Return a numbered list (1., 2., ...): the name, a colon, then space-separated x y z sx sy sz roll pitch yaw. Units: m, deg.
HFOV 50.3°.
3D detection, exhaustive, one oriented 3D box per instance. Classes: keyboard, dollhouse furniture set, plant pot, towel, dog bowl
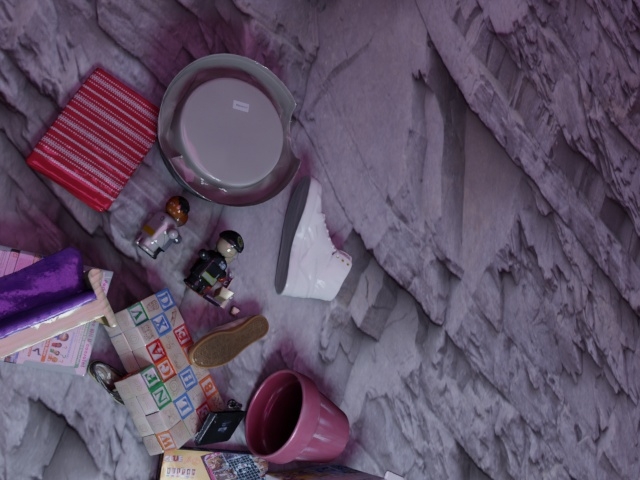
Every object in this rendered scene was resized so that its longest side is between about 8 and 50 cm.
1. keyboard: -0.209 0.388 1.472 0.023 0.180 0.108 32 87 18
2. dollhouse furniture set: -0.195 0.112 1.541 0.091 0.114 0.081 34 68 -14
3. plant pot: -0.040 0.414 1.539 0.180 0.201 0.201 33 72 -32
4. towel: -0.484 -0.221 1.500 0.199 0.031 0.274 34 70 -14
5. dog bowl: -0.212 -0.242 1.563 0.349 0.102 0.348 3 83 -30

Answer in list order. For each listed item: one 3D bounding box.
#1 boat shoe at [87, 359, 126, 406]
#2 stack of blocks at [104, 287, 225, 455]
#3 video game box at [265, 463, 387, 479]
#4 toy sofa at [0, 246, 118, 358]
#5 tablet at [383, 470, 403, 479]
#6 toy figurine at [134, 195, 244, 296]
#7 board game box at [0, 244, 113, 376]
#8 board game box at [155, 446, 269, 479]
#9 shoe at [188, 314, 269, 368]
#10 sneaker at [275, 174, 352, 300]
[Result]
1. boat shoe: -0.429 0.311 1.450 0.152 0.049 0.056 39 70 -15
2. stack of blocks: -0.338 0.271 1.431 0.171 0.087 0.297 -31 97 -58
3. video game box: 0.011 0.544 1.517 0.205 0.187 0.048 5 85 -35
4. toy sofa: -0.575 0.145 1.250 0.363 0.150 0.177 -23 95 -23
5. tablet: 0.171 0.622 1.696 0.054 0.006 0.083 29 73 -17
6. toy figurine: -0.277 0.007 1.459 0.209 0.213 0.148 39 79 -2
7. board game box: -0.600 0.133 1.373 0.304 0.097 0.223 17 79 -19
8. board game box: -0.242 0.547 1.507 0.243 0.042 0.165 12 80 -22
9. shoe: -0.209 0.225 1.513 0.219 0.058 0.076 -21 100 -45
10. sneaker: 0.000 0.000 1.648 0.169 0.108 0.292 12 89 -23
